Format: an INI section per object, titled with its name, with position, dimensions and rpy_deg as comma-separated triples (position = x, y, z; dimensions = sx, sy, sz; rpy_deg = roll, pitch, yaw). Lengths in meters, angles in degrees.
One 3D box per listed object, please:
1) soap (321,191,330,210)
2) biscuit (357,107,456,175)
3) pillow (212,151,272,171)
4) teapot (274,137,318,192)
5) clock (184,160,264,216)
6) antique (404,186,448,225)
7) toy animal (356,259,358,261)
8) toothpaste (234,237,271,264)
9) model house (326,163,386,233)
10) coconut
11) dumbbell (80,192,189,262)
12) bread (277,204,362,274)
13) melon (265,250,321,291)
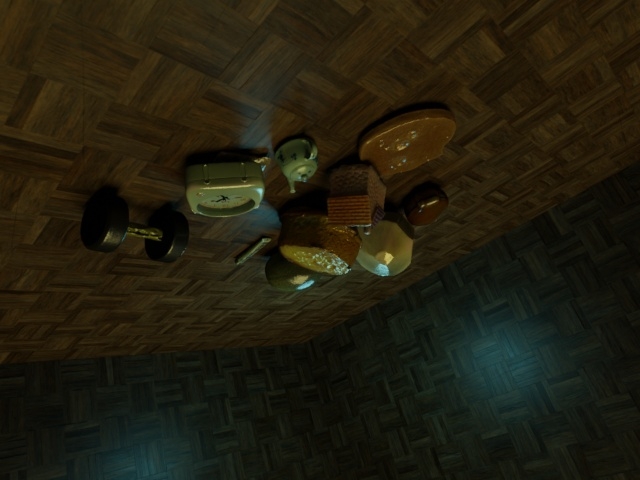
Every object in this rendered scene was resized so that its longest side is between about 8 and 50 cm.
[soap]
position = 0.095, -0.139, 2.098
dimensions = 0.181, 0.081, 0.259
rpy_deg = -12, 156, -11
[biscuit]
position = 0.330, -0.381, 1.769
dimensions = 0.386, 0.062, 0.365
rpy_deg = -14, 157, -3
[pillow]
position = -0.288, -0.265, 1.619
dimensions = 0.211, 0.034, 0.135
rpy_deg = 0, 152, -32
[teapot]
position = -0.072, -0.275, 1.614
dimensions = 0.159, 0.158, 0.232
rpy_deg = -4, 152, -30
[clock]
position = -0.348, -0.173, 1.634
dimensions = 0.266, 0.108, 0.324
rpy_deg = -6, 164, -15
[antique]
position = 0.530, -0.174, 2.272
dimensions = 0.224, 0.128, 0.278
rpy_deg = -22, 156, 9
[toy animal]
position = 0.324, 0.070, 2.576
dimensions = 0.359, 0.188, 0.226
rpy_deg = 1, 156, -18
[toothpaste]
position = -0.341, 0.052, 2.249
dimensions = 0.239, 0.039, 0.062
rpy_deg = -35, 155, 29
[model house]
position = 0.141, -0.152, 1.839
dimensions = 0.203, 0.237, 0.237
rpy_deg = 0, 163, 24
[coconut]
position = 0.312, 0.012, 2.267
dimensions = 0.353, 0.352, 0.352
rpy_deg = -15, 156, -7
[dumbbell]
position = -0.660, -0.039, 1.629
dimensions = 0.204, 0.203, 0.323
rpy_deg = -32, 152, 28
[bread]
position = -0.011, 0.001, 2.027
dimensions = 0.399, 0.215, 0.398
rpy_deg = 15, 159, 6
[melon]
position = -0.139, 0.149, 2.356
dimensions = 0.302, 0.237, 0.237
rpy_deg = -16, 156, 0
